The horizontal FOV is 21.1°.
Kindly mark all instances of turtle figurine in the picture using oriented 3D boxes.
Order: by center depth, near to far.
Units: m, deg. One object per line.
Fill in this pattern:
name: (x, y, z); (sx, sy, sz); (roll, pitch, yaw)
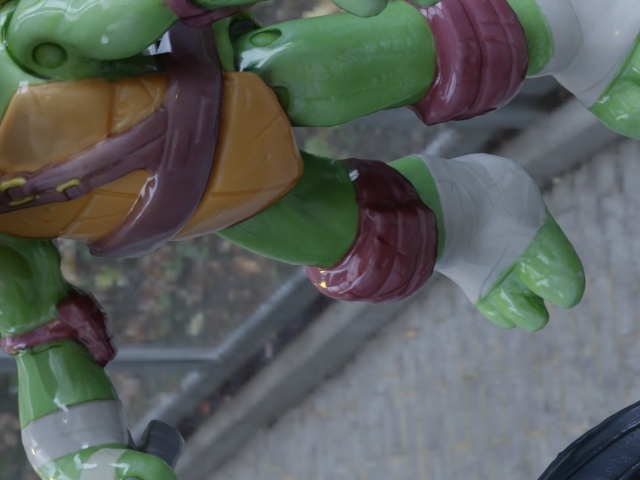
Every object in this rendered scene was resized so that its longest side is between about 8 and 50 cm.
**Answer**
turtle figurine: (0.000, 0.000, 0.477); (0.275, 0.266, 0.197); (11, 104, 51)

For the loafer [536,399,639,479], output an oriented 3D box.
loafer: (0.063, 0.102, 0.394); (0.078, 0.223, 0.076); (-15, 107, 59)
